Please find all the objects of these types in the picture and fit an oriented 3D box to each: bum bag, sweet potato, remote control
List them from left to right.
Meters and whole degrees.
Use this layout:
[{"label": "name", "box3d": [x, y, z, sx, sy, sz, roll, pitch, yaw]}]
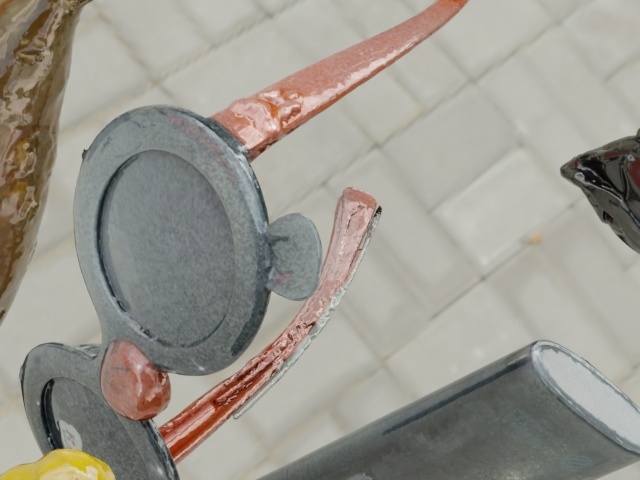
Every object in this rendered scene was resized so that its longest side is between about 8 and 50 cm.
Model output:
[{"label": "sweet potato", "box3d": [-0.210, -0.010, 1.039, 0.131, 0.337, 0.131, 26, 30, -17]}, {"label": "remote control", "box3d": [0.032, 0.162, 1.202, 0.107, 0.377, 0.044, 41, 43, -20]}, {"label": "bum bag", "box3d": [0.134, -0.022, 0.648, 0.058, 0.124, 0.034, 49, 59, -13]}]

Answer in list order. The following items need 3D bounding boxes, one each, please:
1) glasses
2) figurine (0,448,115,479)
[{"label": "glasses", "box3d": [0.000, 0.000, 0.839, 0.118, 0.234, 0.268, 39, 46, 19]}, {"label": "figurine", "box3d": [-0.057, 0.216, 0.556, 0.320, 0.323, 0.196, 28, 22, 37]}]
